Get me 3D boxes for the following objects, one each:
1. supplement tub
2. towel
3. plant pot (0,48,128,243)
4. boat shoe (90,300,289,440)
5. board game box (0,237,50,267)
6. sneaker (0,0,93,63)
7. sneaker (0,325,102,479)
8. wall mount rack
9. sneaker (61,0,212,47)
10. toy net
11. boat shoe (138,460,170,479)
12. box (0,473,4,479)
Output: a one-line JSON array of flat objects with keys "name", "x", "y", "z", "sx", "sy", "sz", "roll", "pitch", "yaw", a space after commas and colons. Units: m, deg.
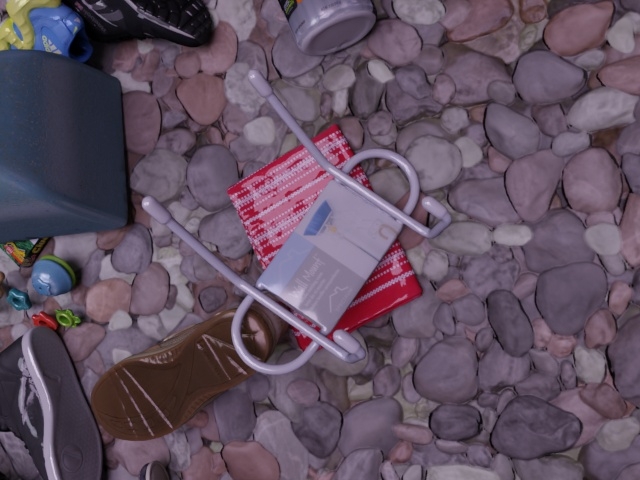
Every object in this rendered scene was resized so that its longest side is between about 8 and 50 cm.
[{"name": "supplement tub", "x": -0.010, "y": -0.359, "z": 0.855, "sx": 0.117, "sy": 0.117, "sz": 0.190, "roll": -25, "pitch": 83, "yaw": 15}, {"name": "towel", "x": 0.000, "y": 0.000, "z": 0.897, "sx": 0.199, "sy": 0.031, "sz": 0.274, "roll": -28, "pitch": 82, "yaw": 14}, {"name": "plant pot", "x": -0.450, "y": -0.141, "z": 0.894, "sx": 0.248, "sy": 0.252, "sz": 0.247, "roll": -6, "pitch": 82, "yaw": 10}, {"name": "boat shoe", "x": -0.186, "y": 0.188, "z": 0.912, "sx": 0.341, "sy": 0.110, "sz": 0.121, "roll": -28, "pitch": 89, "yaw": 23}, {"name": "board game box", "x": -0.541, "y": -0.088, "z": 1.057, "sx": 0.260, "sy": 0.030, "sz": 0.136, "roll": 40, "pitch": 103, "yaw": 13}, {"name": "sneaker", "x": -0.429, "y": -0.286, "z": 0.971, "sx": 0.126, "sy": 0.091, "sz": 0.240, "roll": 36, "pitch": 145, "yaw": -16}, {"name": "sneaker", "x": -0.448, "y": 0.297, "z": 0.995, "sx": 0.147, "sy": 0.104, "sz": 0.295, "roll": -26, "pitch": 77, "yaw": 17}, {"name": "wall mount rack", "x": -0.023, "y": -0.024, "z": 0.778, "sx": 0.304, "sy": 0.130, "sz": 0.350, "roll": 34, "pitch": 73, "yaw": 4}, {"name": "sneaker", "x": -0.300, "y": -0.352, "z": 0.965, "sx": 0.283, "sy": 0.107, "sz": 0.124, "roll": 27, "pitch": 139, "yaw": -1}, {"name": "toy net", "x": -0.494, "y": 0.091, "z": 1.037, "sx": 0.232, "sy": 0.045, "sz": 0.122, "roll": -4, "pitch": 122, "yaw": 21}, {"name": "boat shoe", "x": -0.259, "y": 0.434, "z": 0.949, "sx": 0.065, "sy": 0.075, "sz": 0.206, "roll": -5, "pitch": 93, "yaw": 14}, {"name": "box", "x": -0.666, "y": 0.421, "z": 1.081, "sx": 0.220, "sy": 0.051, "sz": 0.175, "roll": 29, "pitch": 98, "yaw": 15}]
